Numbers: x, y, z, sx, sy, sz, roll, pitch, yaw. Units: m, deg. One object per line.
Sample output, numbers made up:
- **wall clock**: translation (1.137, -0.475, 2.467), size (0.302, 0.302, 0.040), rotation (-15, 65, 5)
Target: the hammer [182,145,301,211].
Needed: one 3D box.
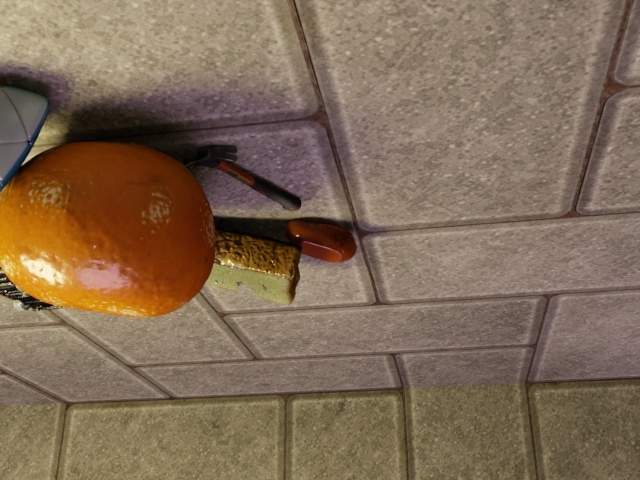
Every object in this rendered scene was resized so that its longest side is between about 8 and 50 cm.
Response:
- **hammer**: translation (-0.146, -0.123, 1.605), size (0.111, 0.033, 0.288), rotation (-18, 150, 35)

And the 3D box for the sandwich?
- **sandwich**: translation (-0.183, 0.059, 1.849), size (0.273, 0.095, 0.249), rotation (13, 160, 5)

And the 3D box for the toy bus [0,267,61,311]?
- **toy bus**: translation (-0.716, 0.063, 1.843), size (0.138, 0.167, 0.275), rotation (-8, 158, 16)

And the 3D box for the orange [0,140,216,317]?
- **orange**: translation (-0.403, -0.024, 1.471), size (0.424, 0.326, 0.424), rotation (10, 171, 2)

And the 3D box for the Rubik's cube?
- **Rubik's cube**: translation (-0.610, -0.142, 1.351), size (0.254, 0.254, 0.254), rotation (0, 155, 0)

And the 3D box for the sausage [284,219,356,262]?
- **sausage**: translation (0.000, 0.000, 1.806), size (0.179, 0.089, 0.089), rotation (14, 153, -7)
